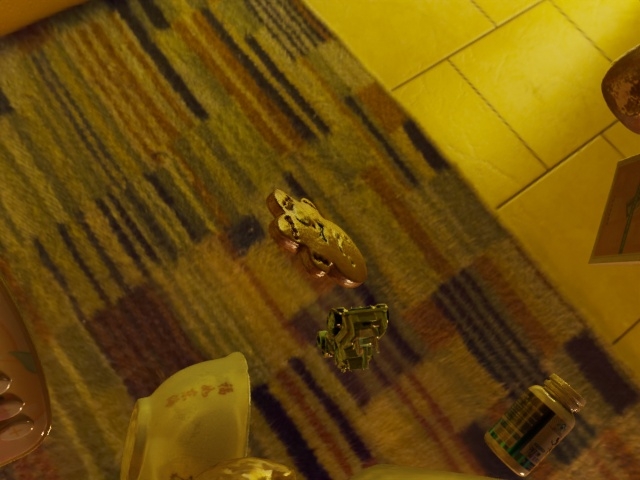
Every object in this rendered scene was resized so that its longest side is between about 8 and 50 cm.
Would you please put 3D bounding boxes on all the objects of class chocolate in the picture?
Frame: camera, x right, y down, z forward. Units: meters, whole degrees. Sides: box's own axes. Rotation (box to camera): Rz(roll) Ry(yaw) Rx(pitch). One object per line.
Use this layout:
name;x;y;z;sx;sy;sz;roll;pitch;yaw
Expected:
chocolate;0.570;-0.254;0.988;0.161;0.261;0.083;45;65;-3

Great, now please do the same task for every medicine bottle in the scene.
medicine bottle;0.420;0.356;1.193;0.107;0.107;0.191;43;93;9

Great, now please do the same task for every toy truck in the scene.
toy truck;0.072;0.238;1.402;0.128;0.259;0.135;-4;70;-15

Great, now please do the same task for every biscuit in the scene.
biscuit;0.000;0.000;1.062;0.236;0.039;0.180;33;30;-38

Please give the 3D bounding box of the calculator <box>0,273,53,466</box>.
calculator;-0.258;0.068;0.362;0.157;0.236;0.033;-19;30;-17

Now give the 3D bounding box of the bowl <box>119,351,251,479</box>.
bowl;-0.297;0.430;1.260;0.196;0.435;0.434;13;67;-19

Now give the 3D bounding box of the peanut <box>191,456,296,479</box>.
peanut;-0.189;0.456;0.889;0.387;0.192;0.169;-27;59;-33

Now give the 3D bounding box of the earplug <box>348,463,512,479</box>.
earplug;0.209;0.361;0.495;0.394;0.313;0.312;-6;64;30

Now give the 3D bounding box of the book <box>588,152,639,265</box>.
book;0.436;-0.048;0.809;0.018;0.241;0.170;18;86;0
